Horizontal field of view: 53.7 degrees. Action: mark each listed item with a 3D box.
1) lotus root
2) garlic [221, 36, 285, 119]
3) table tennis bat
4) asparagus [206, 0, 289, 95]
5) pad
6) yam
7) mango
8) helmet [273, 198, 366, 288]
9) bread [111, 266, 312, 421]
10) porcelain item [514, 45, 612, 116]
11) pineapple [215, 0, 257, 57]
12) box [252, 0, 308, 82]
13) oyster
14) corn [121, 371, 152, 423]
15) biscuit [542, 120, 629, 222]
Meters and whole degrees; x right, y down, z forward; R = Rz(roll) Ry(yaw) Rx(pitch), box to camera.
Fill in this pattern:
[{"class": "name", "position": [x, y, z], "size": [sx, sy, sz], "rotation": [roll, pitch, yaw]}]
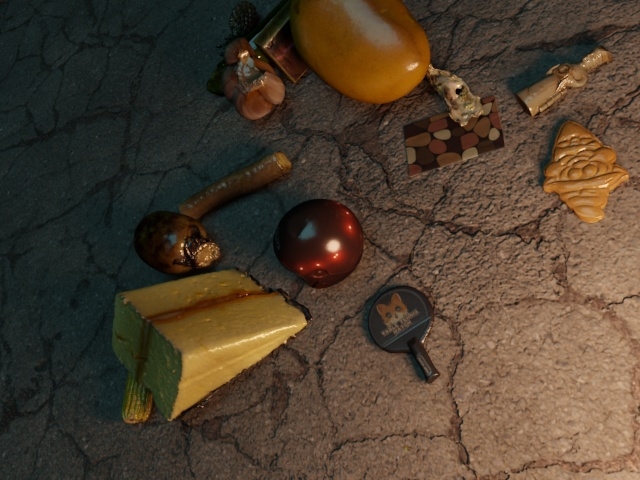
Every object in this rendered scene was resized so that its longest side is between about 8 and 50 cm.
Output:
[{"class": "lotus root", "position": [-0.418, 0.003, 1.731], "size": [0.314, 0.141, 0.169], "rotation": [15, 77, 36]}, {"class": "garlic", "position": [-0.210, -0.456, 1.812], "size": [0.160, 0.191, 0.214], "rotation": [-43, 73, 5]}, {"class": "table tennis bat", "position": [0.188, 0.198, 1.346], "size": [0.150, 0.027, 0.236], "rotation": [-35, 51, 10]}, {"class": "asparagus", "position": [-0.197, -0.572, 1.925], "size": [0.382, 0.108, 0.128], "rotation": [-42, 53, 8]}, {"class": "pad", "position": [0.315, -0.250, 1.514], "size": [0.235, 0.003, 0.158], "rotation": [-15, 59, 23]}, {"class": "yam", "position": [-0.247, -0.145, 1.751], "size": [0.357, 0.081, 0.081], "rotation": [-27, 55, 18]}, {"class": "mango", "position": [0.100, -0.525, 1.626], "size": [0.446, 0.232, 0.300], "rotation": [43, 119, 27]}, {"class": "helmet", "position": [0.000, 0.000, 1.469], "size": [0.216, 0.193, 0.189], "rotation": [3, 60, -15]}, {"class": "bread", "position": [-0.281, 0.234, 1.573], "size": [0.405, 0.242, 0.345], "rotation": [-14, 39, -27]}, {"class": "porcelain item", "position": [0.544, -0.362, 1.405], "size": [0.213, 0.054, 0.084], "rotation": [-33, 55, 11]}, {"class": "pineapple", "position": [-0.265, -0.679, 2.033], "size": [0.103, 0.083, 0.221], "rotation": [-2, 65, 43]}, {"class": "box", "position": [-0.056, -0.597, 1.813], "size": [0.240, 0.159, 0.071], "rotation": [-49, 41, -1]}, {"class": "oyster", "position": [0.327, -0.355, 1.540], "size": [0.106, 0.061, 0.199], "rotation": [-8, 57, 2]}, {"class": "corn", "position": [-0.464, 0.381, 1.615], "size": [0.085, 0.063, 0.165], "rotation": [-31, 49, 41]}, {"class": "biscuit", "position": [0.541, -0.150, 1.314], "size": [0.163, 0.035, 0.250], "rotation": [-15, 57, 19]}]
